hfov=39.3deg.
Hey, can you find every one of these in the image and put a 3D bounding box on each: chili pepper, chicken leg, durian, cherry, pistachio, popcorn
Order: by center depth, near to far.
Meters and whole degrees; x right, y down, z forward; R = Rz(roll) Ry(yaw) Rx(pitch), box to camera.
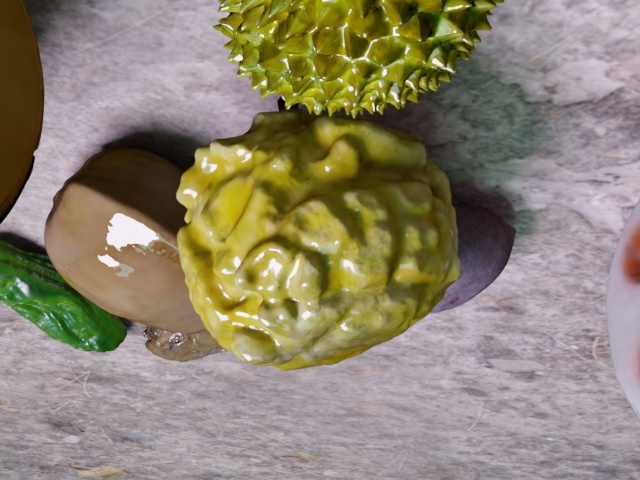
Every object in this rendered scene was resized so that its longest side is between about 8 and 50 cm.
[{"bbox_3d":[0.023,-0.184,0.625,0.200,0.177,0.237,37,150,-1],"label":"durian"},{"bbox_3d":[-0.007,-0.005,0.763,0.249,0.225,0.249,-25,166,-7],"label":"popcorn"},{"bbox_3d":[0.125,0.026,0.919,0.148,0.115,0.188,-33,145,-7],"label":"cherry"},{"bbox_3d":[-0.156,0.016,0.919,0.260,0.163,0.212,35,174,-27],"label":"pistachio"},{"bbox_3d":[-0.339,0.072,1.104,0.100,0.074,0.257,-19,134,32],"label":"chili pepper"},{"bbox_3d":[-0.127,0.114,1.115,0.197,0.069,0.085,-6,141,10],"label":"chicken leg"}]

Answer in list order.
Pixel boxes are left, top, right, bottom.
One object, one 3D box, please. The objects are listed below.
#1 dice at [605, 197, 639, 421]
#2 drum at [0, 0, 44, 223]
[{"bbox_3d":[0.414,0.065,0.763,0.243,0.259,0.251,19,141,-13],"label":"dice"},{"bbox_3d":[-0.422,-0.116,0.618,0.214,0.431,0.431,-24,130,36],"label":"drum"}]
